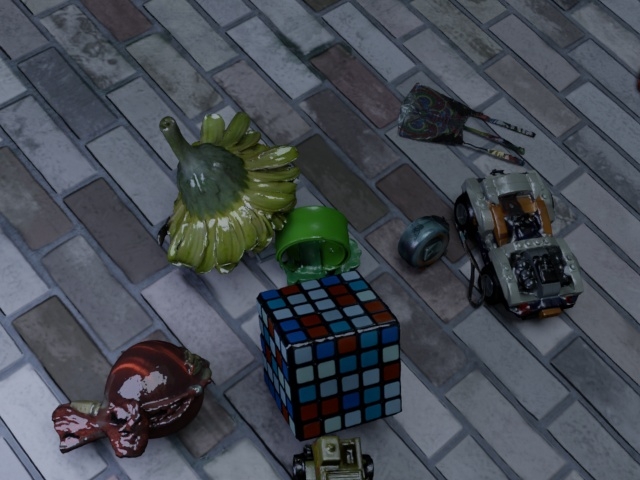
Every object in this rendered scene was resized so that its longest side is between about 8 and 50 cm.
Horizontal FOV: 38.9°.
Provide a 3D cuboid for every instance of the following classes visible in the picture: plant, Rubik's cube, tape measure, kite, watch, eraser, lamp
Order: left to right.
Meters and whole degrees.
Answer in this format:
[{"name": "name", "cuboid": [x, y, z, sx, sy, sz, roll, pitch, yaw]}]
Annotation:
[{"name": "lamp", "cuboid": [-0.283, 0.236, 1.406, 0.223, 0.215, 0.151, -14, 95, -52]}, {"name": "plant", "cuboid": [-0.203, -0.081, 1.550, 0.297, 0.261, 0.306, 5, 40, -48]}, {"name": "eraser", "cuboid": [-0.113, 0.000, 1.654, 0.038, 0.019, 0.083, -21, 66, -22]}, {"name": "watch", "cuboid": [0.000, 0.000, 1.599, 0.165, 0.152, 0.131, 2, 57, -7]}, {"name": "Rubik's cube", "cuboid": [0.013, 0.179, 1.441, 0.187, 0.182, 0.184, -14, 29, -18]}, {"name": "tape measure", "cuboid": [0.225, 0.043, 1.639, 0.107, 0.104, 0.180, -26, 67, -26]}, {"name": "kite", "cuboid": [0.302, -0.235, 1.868, 0.285, 0.015, 0.152, 19, 59, 1]}]

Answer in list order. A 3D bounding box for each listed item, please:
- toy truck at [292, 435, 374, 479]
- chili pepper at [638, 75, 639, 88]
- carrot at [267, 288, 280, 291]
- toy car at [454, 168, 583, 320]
[{"name": "toy truck", "cuboid": [0.032, 0.429, 1.371, 0.127, 0.127, 0.257, 1, 63, -11]}, {"name": "chili pepper", "cuboid": [0.738, -0.387, 2.028, 0.045, 0.027, 0.178, 23, 59, -1]}, {"name": "carrot", "cuboid": [-0.004, 0.105, 1.607, 0.190, 0.037, 0.037, 8, 59, -1]}, {"name": "toy car", "cuboid": [0.378, 0.005, 1.686, 0.193, 0.118, 0.301, -7, 63, -17]}]
